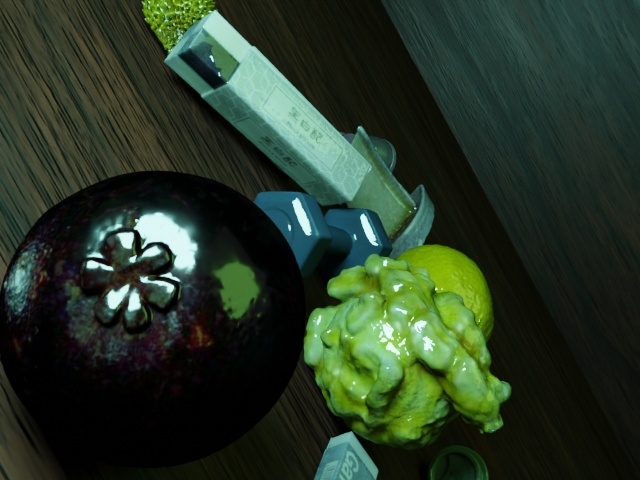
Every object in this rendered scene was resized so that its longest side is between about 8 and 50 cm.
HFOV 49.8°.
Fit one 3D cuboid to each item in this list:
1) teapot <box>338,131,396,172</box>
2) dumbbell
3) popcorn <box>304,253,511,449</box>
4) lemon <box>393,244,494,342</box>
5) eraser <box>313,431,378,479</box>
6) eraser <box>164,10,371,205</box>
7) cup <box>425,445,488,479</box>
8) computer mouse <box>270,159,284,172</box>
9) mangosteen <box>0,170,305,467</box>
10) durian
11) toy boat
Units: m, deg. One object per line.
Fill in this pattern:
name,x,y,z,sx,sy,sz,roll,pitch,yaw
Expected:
teapot,0.101,-0.219,1.683,0.146,0.116,0.148,16,55,-43
dumbbell,0.000,0.000,1.226,0.325,0.144,0.159,8,54,-59
popcorn,0.125,0.190,1.104,0.274,0.279,0.335,31,34,-52
lemon,0.230,0.140,1.404,0.267,0.267,0.267,44,31,-34
eraser,0.028,0.380,1.006,0.091,0.046,0.212,56,26,-12
eraser,-0.080,-0.217,1.215,0.404,0.098,0.096,40,64,-30
cup,0.272,0.468,1.324,0.141,0.120,0.120,55,22,-50
computer mouse,-0.081,-0.164,1.369,0.110,0.032,0.055,53,24,-41
mangosteen,-0.151,0.072,0.700,0.296,0.297,0.313,66,18,9
durian,-0.242,-0.382,1.208,0.146,0.102,0.208,32,45,-33
toy boat,0.140,-0.068,1.594,0.294,0.111,0.275,32,59,-27
